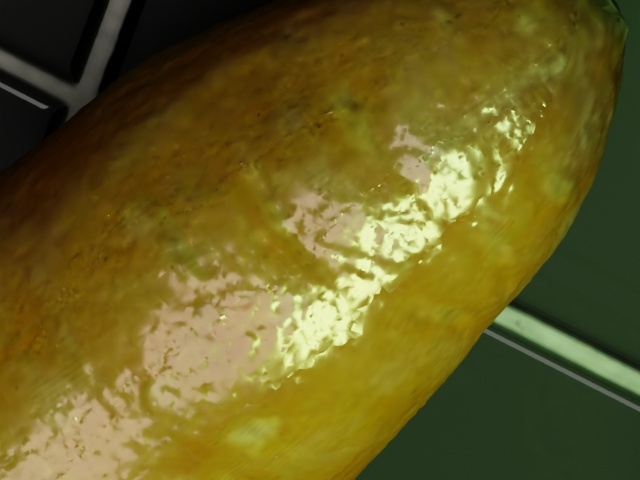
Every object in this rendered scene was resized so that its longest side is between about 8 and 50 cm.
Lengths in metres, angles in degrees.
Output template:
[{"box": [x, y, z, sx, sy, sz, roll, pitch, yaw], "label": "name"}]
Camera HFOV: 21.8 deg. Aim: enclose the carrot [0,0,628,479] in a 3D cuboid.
[{"box": [0.000, 0.000, 0.501, 0.225, 0.159, 0.159, -36, 105, 21], "label": "carrot"}]
